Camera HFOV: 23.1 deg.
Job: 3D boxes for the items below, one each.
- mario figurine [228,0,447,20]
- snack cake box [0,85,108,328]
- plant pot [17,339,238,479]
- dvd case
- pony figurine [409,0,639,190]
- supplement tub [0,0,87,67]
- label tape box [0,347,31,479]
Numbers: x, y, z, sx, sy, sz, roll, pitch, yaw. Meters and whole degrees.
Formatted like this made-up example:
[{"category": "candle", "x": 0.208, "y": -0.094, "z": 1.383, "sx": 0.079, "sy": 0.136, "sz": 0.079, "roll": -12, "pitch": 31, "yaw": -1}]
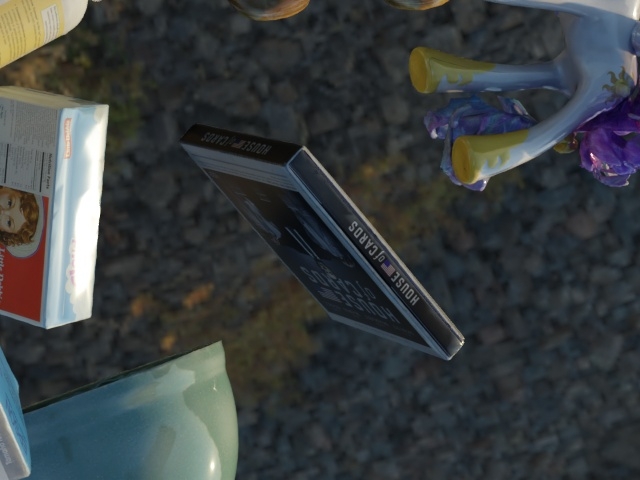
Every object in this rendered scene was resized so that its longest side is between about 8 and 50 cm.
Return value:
[{"category": "mario figurine", "x": 0.004, "y": -0.249, "z": 0.586, "sx": 0.198, "sy": 0.170, "sz": 0.320, "roll": -30, "pitch": 142, "yaw": -22}, {"category": "snack cake box", "x": -0.345, "y": -0.043, "z": 1.870, "sx": 0.152, "sy": 0.264, "sz": 0.089, "roll": 14, "pitch": -166, "yaw": 30}, {"category": "plant pot", "x": -0.201, "y": 0.236, "z": 1.507, "sx": 0.293, "sy": 0.196, "sz": 0.293, "roll": -20, "pitch": 180, "yaw": 0}, {"category": "dvd case", "x": 0.000, "y": 0.000, "z": 1.314, "sx": 0.029, "sy": 0.179, "sz": 0.239, "roll": -49, "pitch": 120, "yaw": -16}, {"category": "pony figurine", "x": 0.271, "y": -0.165, "z": 1.483, "sx": 0.363, "sy": 0.303, "sz": 0.351, "roll": -13, "pitch": 117, "yaw": -24}, {"category": "supplement tub", "x": -0.418, "y": -0.307, "z": 1.797, "sx": 0.331, "sy": 0.241, "sz": 0.241, "roll": -32, "pitch": 153, "yaw": -19}, {"category": "label tape box", "x": -0.389, "y": 0.096, "z": 1.045, "sx": 0.333, "sy": 0.106, "sz": 0.241, "roll": -17, "pitch": 129, "yaw": -5}]
